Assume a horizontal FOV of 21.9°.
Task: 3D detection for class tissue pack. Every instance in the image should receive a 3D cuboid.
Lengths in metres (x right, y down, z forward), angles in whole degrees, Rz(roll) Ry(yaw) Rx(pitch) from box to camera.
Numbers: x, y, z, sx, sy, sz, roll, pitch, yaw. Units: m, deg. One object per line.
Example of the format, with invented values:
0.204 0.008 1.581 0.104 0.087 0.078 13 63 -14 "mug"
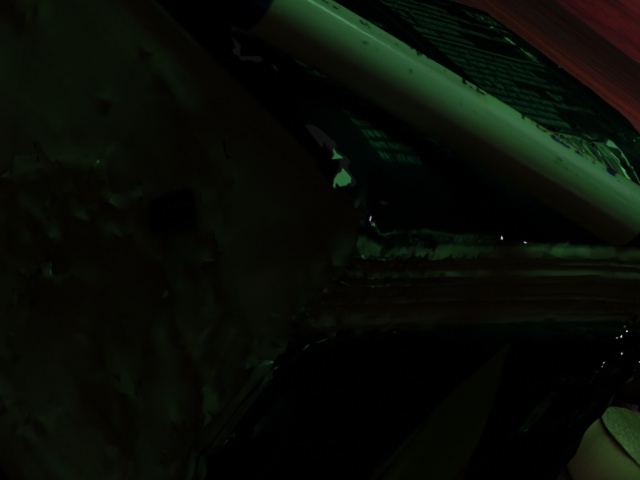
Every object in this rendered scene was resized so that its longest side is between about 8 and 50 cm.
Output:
0.000 0.000 0.881 0.264 0.253 0.417 45 21 25 "tissue pack"

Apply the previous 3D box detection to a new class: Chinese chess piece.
0.236 0.173 1.191 0.122 0.051 0.122 29 18 -10 "Chinese chess piece"

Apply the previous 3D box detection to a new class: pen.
0.035 -0.064 0.687 0.269 0.033 0.033 28 19 -24 "pen"

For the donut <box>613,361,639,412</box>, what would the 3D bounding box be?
0.225 0.044 1.420 0.270 0.103 0.269 32 16 -10 "donut"
